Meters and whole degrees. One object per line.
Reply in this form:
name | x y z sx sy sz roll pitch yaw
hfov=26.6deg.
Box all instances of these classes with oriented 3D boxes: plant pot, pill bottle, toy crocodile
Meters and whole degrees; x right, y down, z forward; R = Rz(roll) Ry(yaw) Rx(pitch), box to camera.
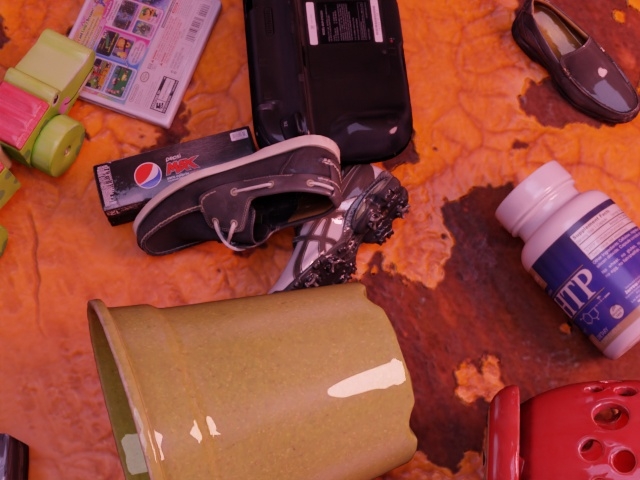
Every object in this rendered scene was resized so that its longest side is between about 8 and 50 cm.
plant pot | 0.237 0.220 1.243 0.174 0.191 0.191 3 73 5
plant pot | -0.057 0.156 1.255 0.253 0.276 0.276 -15 73 -15
pill bottle | 0.266 0.015 1.344 0.112 0.112 0.187 -39 75 -9
toy crocodile | -0.347 -0.073 1.394 0.115 0.105 0.341 31 77 10

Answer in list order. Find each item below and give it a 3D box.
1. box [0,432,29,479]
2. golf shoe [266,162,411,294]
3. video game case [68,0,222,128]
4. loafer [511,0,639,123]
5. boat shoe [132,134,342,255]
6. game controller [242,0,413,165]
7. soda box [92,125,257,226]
box | -0.486 0.344 1.279 0.394 0.097 0.318 -1 75 2
golf shoe | 0.000 0.000 1.387 0.094 0.077 0.198 36 75 29
video game case | -0.201 -0.214 1.478 0.143 0.019 0.157 20 76 8
loafer | 0.271 -0.190 1.432 0.170 0.061 0.062 42 78 12
boat shoe | -0.086 -0.030 1.355 0.233 0.084 0.079 -20 58 17
game controller | 0.004 -0.223 1.441 0.166 0.067 0.319 1 64 -13
soda box | -0.146 -0.066 1.409 0.168 0.060 0.053 -14 74 -3
